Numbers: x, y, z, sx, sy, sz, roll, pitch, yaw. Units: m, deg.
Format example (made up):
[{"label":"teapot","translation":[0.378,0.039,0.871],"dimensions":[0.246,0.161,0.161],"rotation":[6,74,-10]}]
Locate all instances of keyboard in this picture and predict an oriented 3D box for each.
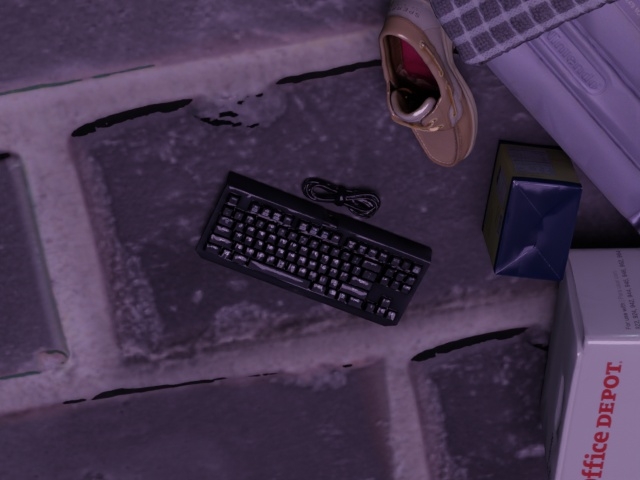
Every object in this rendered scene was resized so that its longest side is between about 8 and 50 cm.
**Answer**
[{"label":"keyboard","translation":[0.000,0.000,1.578],"dimensions":[0.180,0.023,0.108],"rotation":[20,112,-13]}]

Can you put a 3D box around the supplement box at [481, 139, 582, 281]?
[{"label":"supplement box","translation":[0.166,-0.024,1.541],"dimensions":[0.056,0.083,0.083],"rotation":[7,115,-6]}]

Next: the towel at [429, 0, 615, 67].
[{"label":"towel","translation":[0.146,-0.263,1.289],"dimensions":[0.283,0.121,0.235],"rotation":[-26,112,41]}]

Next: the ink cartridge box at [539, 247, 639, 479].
[{"label":"ink cartridge box","translation":[0.323,0.110,1.570],"dimensions":[0.272,0.115,0.198],"rotation":[0,132,-3]}]

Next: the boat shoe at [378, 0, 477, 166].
[{"label":"boat shoe","translation":[0.075,-0.114,1.484],"dimensions":[0.063,0.059,0.170],"rotation":[12,141,30]}]

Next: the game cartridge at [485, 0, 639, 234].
[{"label":"game cartridge","translation":[0.234,-0.186,1.485],"dimensions":[0.230,0.068,0.355],"rotation":[-40,111,11]}]
